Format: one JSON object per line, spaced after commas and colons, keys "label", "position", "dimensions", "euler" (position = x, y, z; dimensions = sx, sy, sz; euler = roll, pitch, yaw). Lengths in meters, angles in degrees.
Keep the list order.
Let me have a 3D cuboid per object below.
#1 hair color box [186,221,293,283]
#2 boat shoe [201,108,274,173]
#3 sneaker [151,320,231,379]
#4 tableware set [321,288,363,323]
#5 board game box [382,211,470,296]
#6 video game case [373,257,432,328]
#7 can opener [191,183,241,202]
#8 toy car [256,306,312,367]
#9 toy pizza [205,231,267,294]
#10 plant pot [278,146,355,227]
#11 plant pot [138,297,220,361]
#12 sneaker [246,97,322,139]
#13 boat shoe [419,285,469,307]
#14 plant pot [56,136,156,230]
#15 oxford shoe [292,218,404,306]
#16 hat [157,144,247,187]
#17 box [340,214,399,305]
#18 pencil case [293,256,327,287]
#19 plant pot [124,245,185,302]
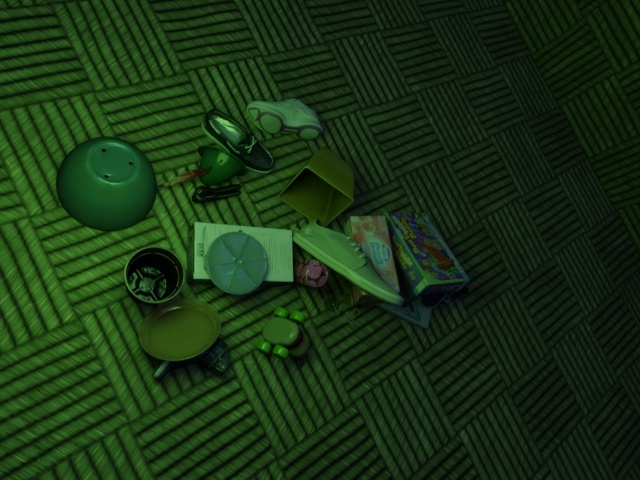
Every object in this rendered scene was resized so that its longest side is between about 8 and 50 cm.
{"label": "hair color box", "position": [-0.265, 0.052, 1.651], "dimensions": [0.339, 0.110, 0.185], "euler": [5, 74, -28]}
{"label": "boat shoe", "position": [-0.286, -0.352, 1.776], "dimensions": [0.302, 0.091, 0.114], "euler": [31, 63, -16]}
{"label": "sneaker", "position": [-0.376, 0.373, 1.501], "dimensions": [0.163, 0.086, 0.226], "euler": [49, 58, -3]}
{"label": "tableware set", "position": [0.084, 0.230, 1.825], "dimensions": [0.154, 0.024, 0.104], "euler": [34, 61, -14]}
{"label": "board game box", "position": [0.391, 0.046, 1.921], "dimensions": [0.233, 0.078, 0.347], "euler": [-2, 51, -36]}
{"label": "video game case", "position": [0.318, 0.151, 1.965], "dimensions": [0.329, 0.036, 0.300], "euler": [27, 64, -18]}
{"label": "can opener", "position": [-0.353, -0.159, 1.704], "dimensions": [0.186, 0.059, 0.073], "euler": [-15, 55, -40]}
{"label": "toy car", "position": [-0.093, 0.339, 1.662], "dimensions": [0.188, 0.149, 0.155], "euler": [49, 58, -40]}
{"label": "toy pizza", "position": [-0.264, 0.071, 1.567], "dimensions": [0.201, 0.032, 0.201], "euler": [7, 74, -25]}
{"label": "plant pot", "position": [0.005, -0.214, 1.831], "dimensions": [0.212, 0.212, 0.187], "euler": [34, 49, -15]}
{"label": "plant pot", "position": [-0.416, 0.269, 1.481], "dimensions": [0.236, 0.032, 0.236], "euler": [3, 40, -2]}
{"label": "sneaker", "position": [-0.141, -0.480, 1.900], "dimensions": [0.305, 0.114, 0.152], "euler": [10, 56, -29]}
{"label": "boat shoe", "position": [0.494, 0.198, 1.974], "dimensions": [0.258, 0.089, 0.109], "euler": [-12, 89, -42]}
{"label": "plant pot", "position": [-0.627, -0.193, 1.487], "dimensions": [0.290, 0.195, 0.290], "euler": [8, 71, -26]}
{"label": "oxford shoe", "position": [0.098, 0.064, 1.649], "dimensions": [0.449, 0.169, 0.130], "euler": [35, 85, 27]}
{"label": "hat", "position": [-0.373, -0.195, 1.652], "dimensions": [0.183, 0.208, 0.173], "euler": [-67, 150, -20]}
{"label": "box", "position": [0.176, 0.072, 1.817], "dimensions": [0.142, 0.154, 0.300], "euler": [-3, 68, -14]}
{"label": "pencil case", "position": [-0.044, 0.106, 1.689], "dimensions": [0.095, 0.209, 0.098], "euler": [11, 85, -20]}
{"label": "plant pot", "position": [-0.503, 0.117, 1.471], "dimensions": [0.167, 0.165, 0.167], "euler": [9, 70, -26]}
